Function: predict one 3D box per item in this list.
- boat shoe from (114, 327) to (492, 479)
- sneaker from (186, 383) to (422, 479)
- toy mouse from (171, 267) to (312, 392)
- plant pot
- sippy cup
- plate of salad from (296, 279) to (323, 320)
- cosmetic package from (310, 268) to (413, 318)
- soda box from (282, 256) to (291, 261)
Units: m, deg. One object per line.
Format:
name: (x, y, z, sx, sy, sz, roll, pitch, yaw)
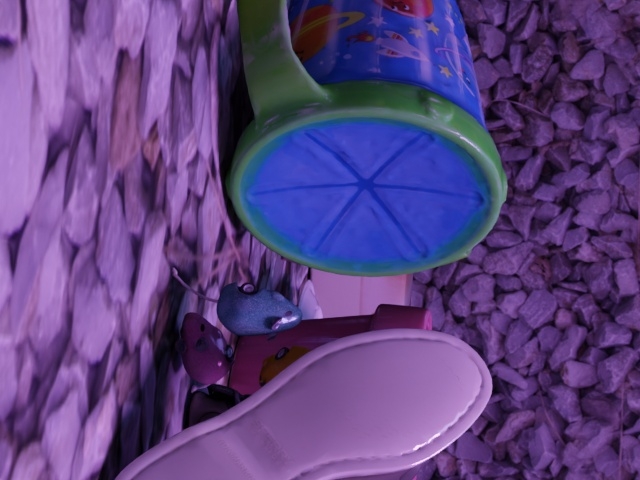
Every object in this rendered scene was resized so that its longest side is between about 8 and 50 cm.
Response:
boat shoe: (-0.013, 0.154, 0.882, 0.109, 0.305, 0.091, 53, -31, 26)
sneaker: (-0.025, 0.164, 1.008, 0.130, 0.227, 0.087, 14, 76, -39)
toy mouse: (-0.066, 0.076, 0.942, 0.143, 0.161, 0.031, 47, 40, -25)
plant pot: (0.009, 0.155, 1.223, 0.201, 0.180, 0.201, 7, 90, -82)
sippy cup: (0.045, -0.121, 1.120, 0.305, 0.240, 0.224, 94, 1, -54)
plate of salad: (-0.030, 0.143, 1.413, 0.200, 0.048, 0.200, 4, 90, -83)
cosmetic package: (0.054, 0.132, 1.704, 0.153, 0.129, 0.296, -69, 164, -65)
soda box: (0.000, 0.000, 1.478, 0.183, 0.058, 0.063, 21, 76, -82)
